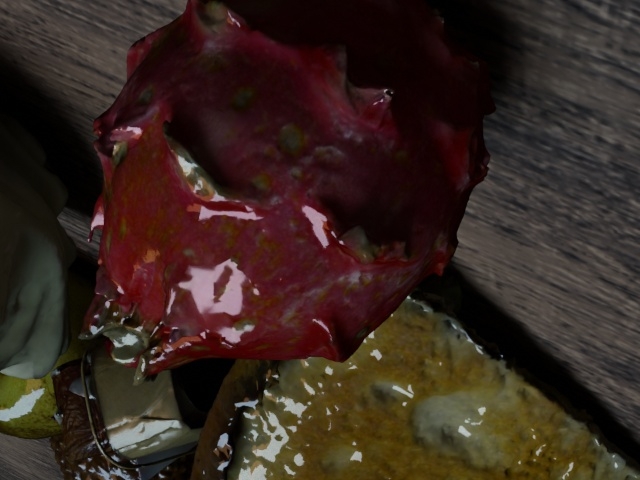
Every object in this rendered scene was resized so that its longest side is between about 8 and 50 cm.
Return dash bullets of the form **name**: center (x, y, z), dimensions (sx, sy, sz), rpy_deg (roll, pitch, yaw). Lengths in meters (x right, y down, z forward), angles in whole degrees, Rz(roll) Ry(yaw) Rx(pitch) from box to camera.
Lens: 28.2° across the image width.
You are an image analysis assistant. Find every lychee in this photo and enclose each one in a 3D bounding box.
- **lychee**: center (-0.219, 0.239, 1.510), dimensions (0.238, 0.200, 0.200), rpy_deg (42, 157, 8)

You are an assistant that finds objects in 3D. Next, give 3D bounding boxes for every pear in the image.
- **pear**: center (-0.302, 0.116, 1.377), dimensions (0.197, 0.197, 0.197), rpy_deg (26, 156, 13)

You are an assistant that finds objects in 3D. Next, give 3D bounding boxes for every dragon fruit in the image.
- **dragon fruit**: center (-0.028, -0.028, 0.682), dimensions (0.205, 0.268, 0.210), rpy_deg (42, -175, -29)

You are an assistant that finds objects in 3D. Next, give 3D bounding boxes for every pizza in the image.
- **pizza**: center (0.046, 0.179, 1.011), dimensions (0.080, 0.435, 0.391), rpy_deg (-108, -3, -62)

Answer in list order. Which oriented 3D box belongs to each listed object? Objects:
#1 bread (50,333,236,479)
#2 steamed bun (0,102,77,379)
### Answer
- **bread**: center (-0.148, 0.151, 1.208), dimensions (0.212, 0.142, 0.224), rpy_deg (-21, 170, 36)
- **steamed bun**: center (-0.341, -0.028, 1.091), dimensions (0.347, 0.237, 0.394), rpy_deg (22, -171, -29)
